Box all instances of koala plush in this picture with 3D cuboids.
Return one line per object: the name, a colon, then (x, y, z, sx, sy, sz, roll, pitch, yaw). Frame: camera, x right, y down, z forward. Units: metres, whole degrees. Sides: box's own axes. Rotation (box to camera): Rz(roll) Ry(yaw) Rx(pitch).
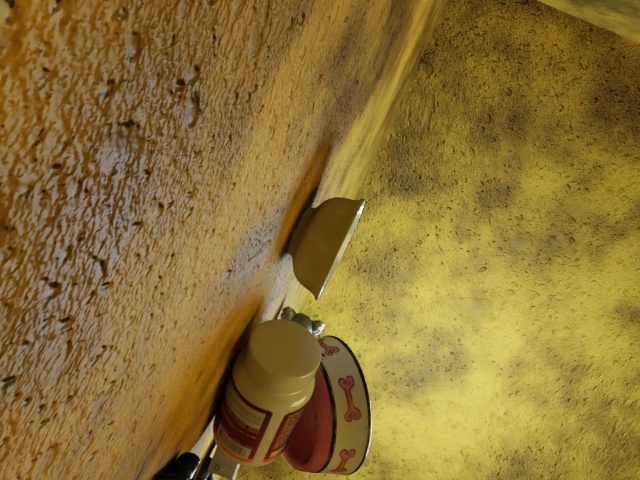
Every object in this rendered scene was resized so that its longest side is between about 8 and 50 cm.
koala plush: (-0.101, 0.358, 2.070, 0.203, 0.196, 0.221, -102, -144, -79)

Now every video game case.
video game case: (-0.445, 0.885, 1.925, 0.196, 0.026, 0.274, 108, 7, -56)

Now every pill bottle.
pill bottle: (-0.145, 0.408, 1.519, 0.224, 0.224, 0.392, -58, 173, -54)

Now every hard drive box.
hard drive box: (-0.303, 0.704, 1.977, 0.181, 0.089, 0.232, 105, 4, -66)

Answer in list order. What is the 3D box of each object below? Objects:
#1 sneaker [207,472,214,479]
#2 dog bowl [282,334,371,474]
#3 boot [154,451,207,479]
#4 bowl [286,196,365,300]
sneaker: (-0.408, 0.880, 2.100, 0.047, 0.057, 0.119, 92, 23, -73)
dog bowl: (-0.018, 0.492, 1.677, 0.408, 0.150, 0.407, -1, -91, 63)
boot: (-0.312, 0.600, 1.213, 0.207, 0.094, 0.246, 65, 28, -82)
bowl: (0.000, 0.000, 1.512, 0.298, 0.134, 0.297, 25, 90, -85)
